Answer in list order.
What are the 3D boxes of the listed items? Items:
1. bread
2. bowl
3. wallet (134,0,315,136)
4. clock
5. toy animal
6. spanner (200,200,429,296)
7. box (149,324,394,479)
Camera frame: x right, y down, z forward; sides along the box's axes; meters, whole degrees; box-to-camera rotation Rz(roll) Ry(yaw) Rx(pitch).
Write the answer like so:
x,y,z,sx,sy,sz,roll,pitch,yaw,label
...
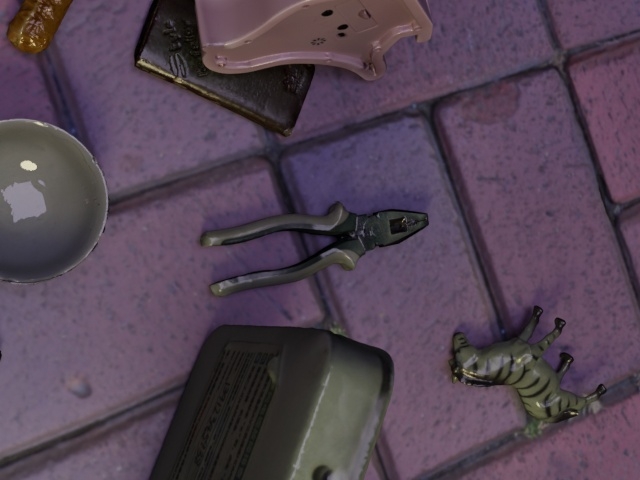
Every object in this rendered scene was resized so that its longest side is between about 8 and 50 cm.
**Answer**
x,y,z,sx,sy,sz,roll,pitch,yaw,label
-0.327,-0.297,1.192,0.052,0.044,0.157,26,75,-13,bread
-0.346,-0.042,1.141,0.189,0.086,0.189,1,86,-22,bowl
-0.121,-0.234,1.281,0.232,0.031,0.122,23,77,-21,wallet
0.004,-0.275,1.244,0.275,0.290,0.080,-16,76,20,clock
0.292,0.191,1.403,0.176,0.073,0.217,-42,107,-14,toy animal
0.000,0.000,1.309,0.324,0.040,0.096,-11,91,-22,spanner
-0.090,0.286,1.054,0.111,0.396,0.396,25,77,-21,box
